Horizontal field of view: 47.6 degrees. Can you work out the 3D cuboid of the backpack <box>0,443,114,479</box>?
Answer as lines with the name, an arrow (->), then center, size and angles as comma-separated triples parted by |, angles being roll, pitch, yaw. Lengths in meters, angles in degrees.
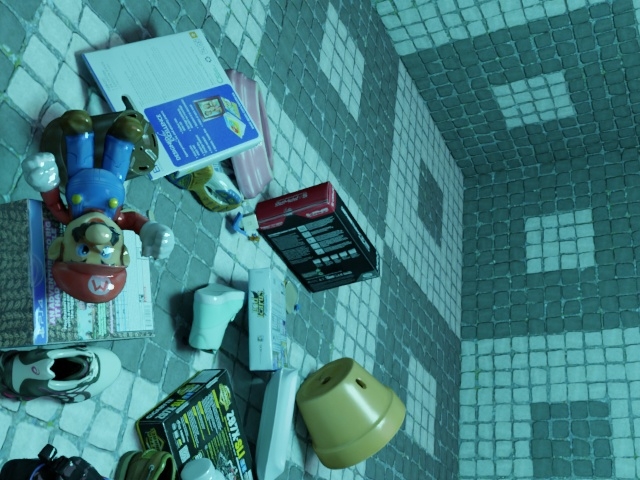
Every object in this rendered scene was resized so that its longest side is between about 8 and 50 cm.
backpack -> -0.411, 0.483, 1.136 | 0.263, 0.213, 0.276 | 38, 55, -44

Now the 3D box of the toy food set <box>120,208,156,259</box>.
toy food set -> -0.388, -0.003, 1.525 | 0.192, 0.038, 0.132 | -21, 101, -64

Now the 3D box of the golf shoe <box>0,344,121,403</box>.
golf shoe -> -0.430, 0.235, 1.277 | 0.273, 0.120, 0.105 | 10, 71, -64

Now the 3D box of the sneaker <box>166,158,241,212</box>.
sneaker -> -0.288, -0.184, 1.735 | 0.296, 0.112, 0.131 | 53, 27, -57

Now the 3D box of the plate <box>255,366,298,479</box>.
plate -> -0.112, 0.456, 1.828 | 0.278, 0.045, 0.277 | 55, 42, -78

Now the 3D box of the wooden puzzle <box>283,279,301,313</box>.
wooden puzzle -> -0.093, 0.165, 2.103 | 0.078, 0.014, 0.116 | -56, 131, -48

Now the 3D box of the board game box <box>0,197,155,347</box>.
board game box -> -0.443, 0.066, 1.274 | 0.291, 0.141, 0.232 | 10, 73, -63

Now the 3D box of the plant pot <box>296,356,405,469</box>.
plant pot -> 0.066, 0.472, 2.061 | 0.203, 0.291, 0.291 | 56, 32, -13

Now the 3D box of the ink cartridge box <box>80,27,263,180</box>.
ink cartridge box -> -0.320, -0.294, 1.573 | 0.307, 0.072, 0.303 | -27, 87, -36

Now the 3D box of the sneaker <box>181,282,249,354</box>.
sneaker -> -0.247, 0.185, 1.718 | 0.256, 0.094, 0.151 | -6, 109, -76

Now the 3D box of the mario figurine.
mario figurine -> -0.346, -0.059, 1.144 | 0.170, 0.198, 0.320 | 50, 33, -66

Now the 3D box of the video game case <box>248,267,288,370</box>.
video game case -> -0.133, 0.210, 1.848 | 0.269, 0.061, 0.244 | 65, 21, -78

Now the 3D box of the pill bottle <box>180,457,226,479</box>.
pill bottle -> -0.223, 0.524, 1.470 | 0.087, 0.087, 0.160 | -54, 129, -56

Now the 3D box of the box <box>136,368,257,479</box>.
box -> -0.258, 0.482, 1.595 | 0.257, 0.079, 0.322 | -36, 115, -63

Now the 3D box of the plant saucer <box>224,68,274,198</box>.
plant saucer -> -0.178, -0.273, 1.848 | 0.332, 0.084, 0.332 | -9, 90, -89

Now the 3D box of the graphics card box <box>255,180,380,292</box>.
graphics card box -> 0.000, 0.000, 2.087 | 0.371, 0.233, 0.094 | 53, 30, -43

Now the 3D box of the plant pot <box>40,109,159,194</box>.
plant pot -> -0.411, -0.172, 1.390 | 0.167, 0.165, 0.167 | 31, 55, -59

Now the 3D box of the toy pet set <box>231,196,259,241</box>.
toy pet set -> -0.204, -0.044, 1.914 | 0.114, 0.065, 0.122 | -138, -148, -71

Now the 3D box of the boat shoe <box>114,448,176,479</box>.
boat shoe -> -0.342, 0.551, 1.369 | 0.111, 0.104, 0.307 | 34, 52, -56
